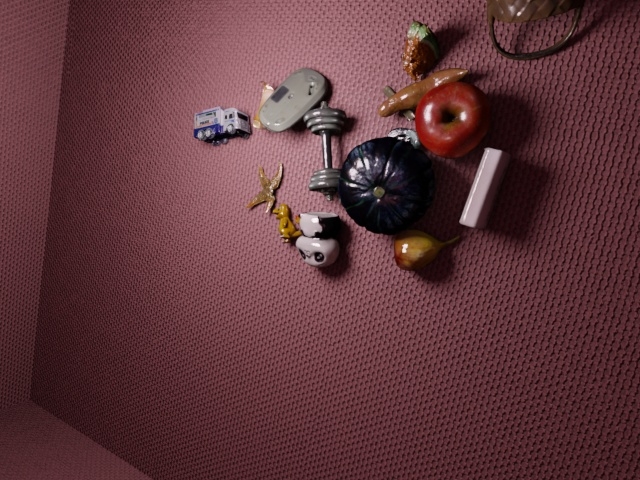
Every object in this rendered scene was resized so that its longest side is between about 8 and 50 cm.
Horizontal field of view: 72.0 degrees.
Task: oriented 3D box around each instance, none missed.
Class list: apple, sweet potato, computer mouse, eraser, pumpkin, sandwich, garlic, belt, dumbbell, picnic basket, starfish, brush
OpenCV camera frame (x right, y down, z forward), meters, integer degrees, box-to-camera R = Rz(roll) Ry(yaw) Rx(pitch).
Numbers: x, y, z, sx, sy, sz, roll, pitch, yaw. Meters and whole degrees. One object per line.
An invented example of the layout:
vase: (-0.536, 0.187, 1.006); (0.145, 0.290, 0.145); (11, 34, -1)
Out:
apple: (0.466, -0.419, 1.552); (0.261, 0.216, 0.260); (2, 96, 21)
sweet potato: (0.382, -0.554, 1.652); (0.355, 0.106, 0.095); (-19, 103, 27)
computer mouse: (-0.113, -0.590, 1.867); (0.331, 0.095, 0.197); (-44, 64, -3)
eraser: (0.573, -0.177, 1.535); (0.095, 0.174, 0.269); (23, 102, 26)
pumpkin: (0.245, -0.206, 1.635); (0.364, 0.266, 0.362); (5, 104, 21)
sandwich: (0.354, -0.701, 1.619); (0.160, 0.185, 0.109); (-45, 66, 18)
garlic: (-0.228, -0.584, 1.961); (0.128, 0.115, 0.206); (7, 85, -7)
belt: (0.324, -0.385, 1.716); (0.140, 0.058, 0.105); (6, 98, 26)
dumbbell: (0.027, -0.364, 1.802); (0.179, 0.179, 0.405); (-3, 90, 27)
picnic basket: (0.694, -0.744, 1.422); (0.293, 0.337, 0.336); (-4, 91, 20)
starfish: (-0.252, -0.249, 2.024); (0.138, 0.050, 0.247); (21, 95, 25)
brush: (0.312, -0.539, 1.736); (0.034, 0.028, 0.190); (-43, 67, 18)

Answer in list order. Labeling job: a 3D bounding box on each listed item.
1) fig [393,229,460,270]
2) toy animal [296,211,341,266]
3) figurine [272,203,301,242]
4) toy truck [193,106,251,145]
fig: (0.402, 0.022, 1.668); (0.257, 0.159, 0.159); (-16, 85, 7)
toy animal: (-0.005, -0.003, 1.840); (0.187, 0.165, 0.234); (12, 98, 38)
figurine: (-0.138, -0.086, 1.957); (0.123, 0.121, 0.175); (-17, 73, -1)
toy truck: (-0.461, -0.547, 2.071); (0.268, 0.124, 0.155); (-4, 86, 28)
